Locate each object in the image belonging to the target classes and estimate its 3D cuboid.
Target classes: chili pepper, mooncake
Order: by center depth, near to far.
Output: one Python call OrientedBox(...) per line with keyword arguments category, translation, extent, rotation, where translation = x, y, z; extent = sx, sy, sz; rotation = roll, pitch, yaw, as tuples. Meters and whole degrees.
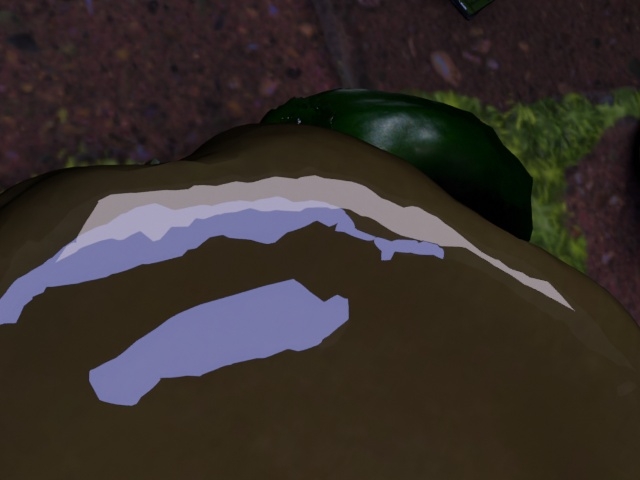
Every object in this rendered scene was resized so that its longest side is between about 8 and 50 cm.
OrientedBox(category="mooncake", translation=(-0.037, 0.132, 0.663), extent=(0.379, 0.201, 0.378), rotation=(-1, 95, -14))
OrientedBox(category="chili pepper", translation=(0.000, 0.000, 0.829), extent=(0.261, 0.165, 0.173), rotation=(5, 89, -28))

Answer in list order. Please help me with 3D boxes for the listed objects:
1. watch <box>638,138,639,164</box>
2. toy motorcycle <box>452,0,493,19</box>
OrientedBox(category="watch", translation=(0.340, -0.036, 1.052), extent=(0.200, 0.171, 0.196), rotation=(38, 69, -26))
OrientedBox(category="toy motorcycle", translation=(0.081, -0.243, 1.010), extent=(0.173, 0.100, 0.058), rotation=(48, 55, -9))
